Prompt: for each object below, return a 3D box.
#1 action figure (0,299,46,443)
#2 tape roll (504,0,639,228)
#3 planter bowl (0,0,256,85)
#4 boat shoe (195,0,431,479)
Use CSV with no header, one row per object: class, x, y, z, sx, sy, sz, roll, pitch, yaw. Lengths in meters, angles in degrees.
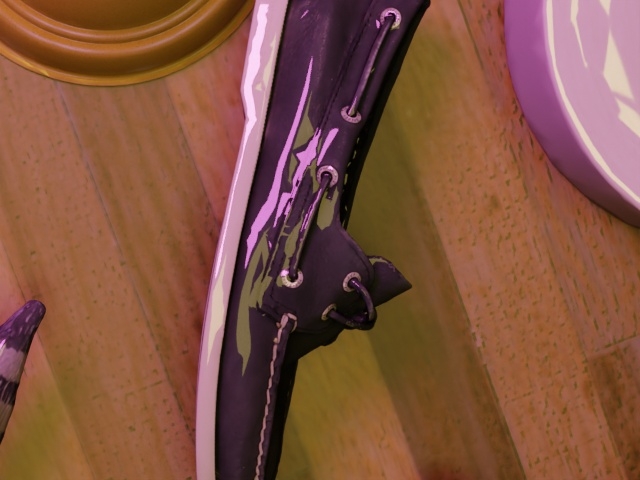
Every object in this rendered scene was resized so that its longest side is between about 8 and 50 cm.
action figure,-0.218,0.201,0.918,0.178,0.341,0.330,-2,97,-35
tape roll,0.259,-0.133,1.045,0.286,0.100,0.286,0,93,-8
planter bowl,-0.124,-0.198,0.993,0.217,0.090,0.217,-1,94,-8
boat shoe,0.000,0.000,1.004,0.113,0.127,0.340,8,83,3
